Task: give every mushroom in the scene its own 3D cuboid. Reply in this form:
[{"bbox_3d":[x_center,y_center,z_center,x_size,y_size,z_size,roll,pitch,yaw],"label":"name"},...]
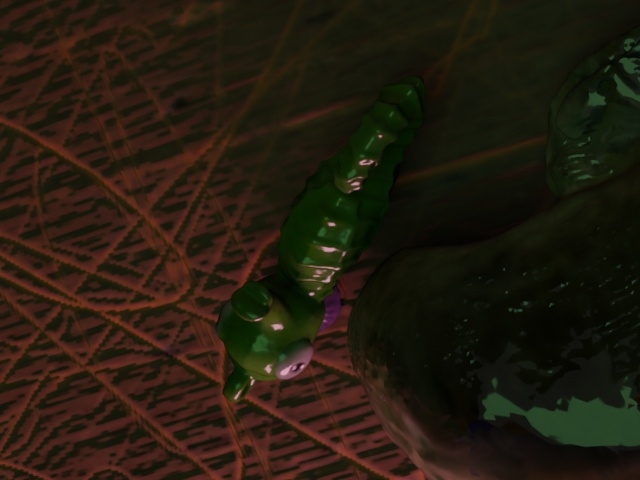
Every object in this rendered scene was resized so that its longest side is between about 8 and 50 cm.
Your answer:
[{"bbox_3d":[0.164,0.029,0.892,0.344,0.130,0.247,-19,106,21],"label":"mushroom"}]

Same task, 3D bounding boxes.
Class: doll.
[{"bbox_3d":[0.000,0.000,0.940,0.050,0.115,0.190,32,112,6],"label":"doll"}]
